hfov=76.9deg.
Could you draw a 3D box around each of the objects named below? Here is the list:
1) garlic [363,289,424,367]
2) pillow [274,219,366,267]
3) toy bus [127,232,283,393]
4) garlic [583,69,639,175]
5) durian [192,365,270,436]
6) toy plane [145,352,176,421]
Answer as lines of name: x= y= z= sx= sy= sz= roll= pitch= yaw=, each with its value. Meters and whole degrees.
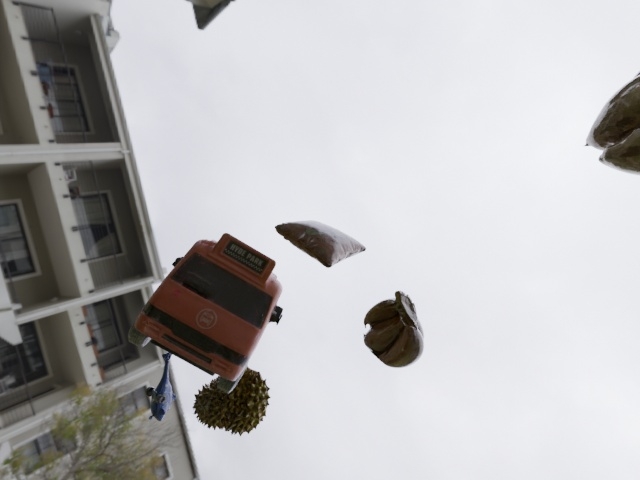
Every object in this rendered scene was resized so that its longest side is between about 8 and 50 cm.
garlic: x=0.232 y=0.277 z=1.195 sx=0.191 sy=0.160 sz=0.213 roll=-47 pitch=-132 yaw=30
pillow: x=0.000 y=0.000 z=1.252 sx=0.236 sy=0.223 sz=0.083 roll=32 pitch=-65 yaw=28
toy bus: x=-0.202 y=0.131 z=0.824 sx=0.203 sy=0.232 sz=0.427 roll=31 pitch=-11 yaw=-6
garlic: x=0.594 y=-0.220 z=0.612 sx=0.325 sy=0.279 sz=0.132 roll=18 pitch=-29 yaw=50
durian: x=-0.263 y=0.467 z=1.166 sx=0.250 sy=0.138 sz=0.183 roll=-37 pitch=-127 yaw=16
toy plane: x=-0.345 y=0.319 z=0.894 sx=0.054 sy=0.062 sz=0.167 roll=10 pitch=-87 yaw=38
